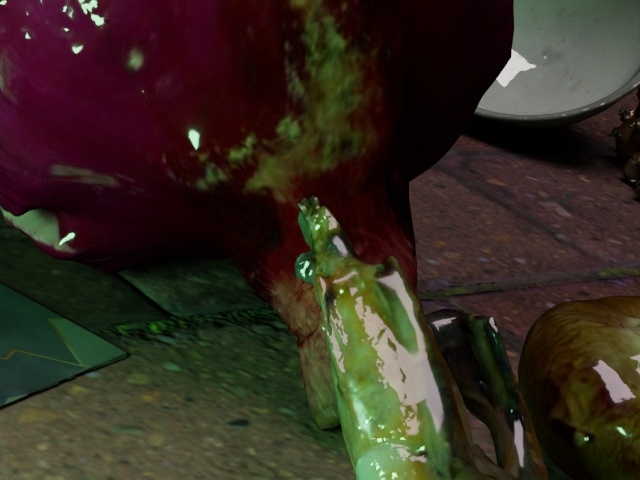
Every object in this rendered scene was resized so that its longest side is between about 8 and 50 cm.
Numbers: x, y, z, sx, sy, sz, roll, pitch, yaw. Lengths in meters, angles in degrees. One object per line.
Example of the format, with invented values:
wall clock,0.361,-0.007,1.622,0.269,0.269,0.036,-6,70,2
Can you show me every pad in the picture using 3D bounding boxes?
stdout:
pad,-0.240,0.058,0.953,0.163,0.004,0.243,26,21,22

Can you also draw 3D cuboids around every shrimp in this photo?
shrimp,0.068,0.085,0.903,0.145,0.059,0.254,9,52,-40

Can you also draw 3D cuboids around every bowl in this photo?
bowl,0.236,-0.221,1.811,0.313,0.313,0.146,27,-20,24

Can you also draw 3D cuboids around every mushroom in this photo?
mushroom,0.279,0.081,1.062,0.267,0.254,0.267,39,3,-2

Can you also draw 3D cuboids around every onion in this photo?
onion,-0.028,-0.084,1.055,0.398,0.398,0.420,-1,48,-40

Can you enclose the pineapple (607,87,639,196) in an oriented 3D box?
pineapple,0.378,-0.107,1.709,0.164,0.140,0.250,1,28,-34
